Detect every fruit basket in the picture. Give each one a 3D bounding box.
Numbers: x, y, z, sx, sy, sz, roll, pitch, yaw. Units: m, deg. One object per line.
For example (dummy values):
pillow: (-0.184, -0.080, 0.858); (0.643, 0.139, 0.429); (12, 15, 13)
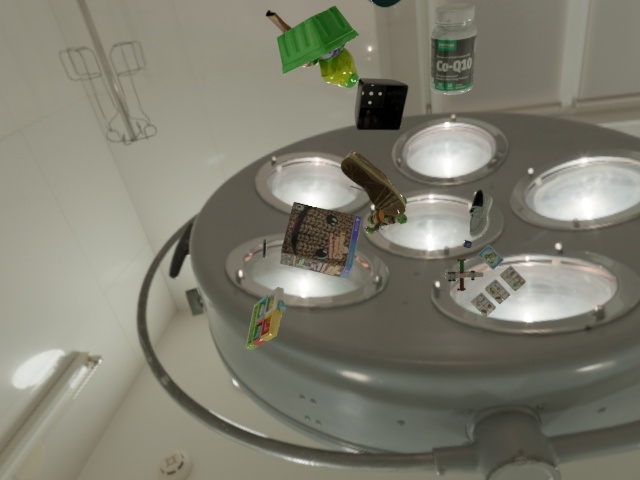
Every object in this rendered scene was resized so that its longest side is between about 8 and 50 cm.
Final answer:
fruit basket: (0.018, -0.857, 2.201); (0.392, 0.392, 0.283); (22, -130, 42)

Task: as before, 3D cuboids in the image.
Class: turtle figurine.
turtle figurine: (0.274, -0.135, 2.269); (0.266, 0.274, 0.198); (-13, -141, 51)

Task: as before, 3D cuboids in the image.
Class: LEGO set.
LEGO set: (0.531, 0.111, 1.564); (0.182, 0.244, 0.060); (-46, -172, 12)

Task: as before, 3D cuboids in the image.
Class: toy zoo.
toy zoo: (-0.210, 0.302, 1.824); (0.030, 0.293, 0.193); (20, -122, -22)

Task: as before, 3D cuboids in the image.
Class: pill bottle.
pill bottle: (0.611, -0.880, 2.157); (0.204, 0.361, 0.204); (-6, -146, 4)

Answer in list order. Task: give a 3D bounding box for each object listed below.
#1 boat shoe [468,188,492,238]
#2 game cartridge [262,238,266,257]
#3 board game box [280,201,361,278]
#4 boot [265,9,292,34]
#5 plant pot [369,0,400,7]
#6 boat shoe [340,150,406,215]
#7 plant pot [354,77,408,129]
boat shoe: (0.639, -0.113, 1.908); (0.079, 0.081, 0.228); (-18, -139, 51)
game cartridge: (-0.247, 0.037, 2.077); (0.017, 0.083, 0.056); (3, 179, -8)
board game box: (0.000, 0.000, 1.925); (0.290, 0.141, 0.232); (12, -112, -2)
boot: (-0.143, -1.098, 2.466); (0.096, 0.280, 0.264); (-44, -138, 8)
plant pot: (0.224, -1.109, 1.865); (0.290, 0.290, 0.195); (-27, -131, -25)
boat shoe: (0.240, -0.246, 1.968); (0.121, 0.341, 0.110); (-38, -167, 45)
plant pot: (0.230, -0.571, 1.905); (0.188, 0.188, 0.167); (-2, -142, -10)
